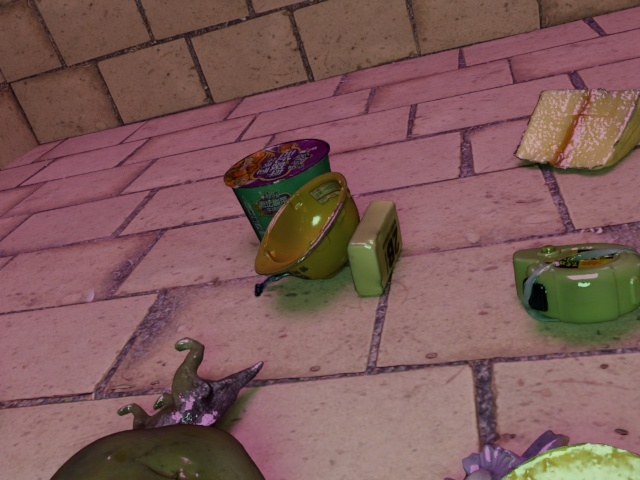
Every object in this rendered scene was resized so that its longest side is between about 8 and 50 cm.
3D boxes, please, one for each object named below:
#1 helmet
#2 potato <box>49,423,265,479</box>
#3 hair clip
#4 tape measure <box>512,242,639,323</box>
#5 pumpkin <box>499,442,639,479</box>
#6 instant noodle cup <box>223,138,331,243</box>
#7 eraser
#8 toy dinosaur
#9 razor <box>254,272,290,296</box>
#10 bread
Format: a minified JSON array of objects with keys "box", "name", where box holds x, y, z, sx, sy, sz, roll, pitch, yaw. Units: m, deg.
[{"box":[0.000,0.000,1.195,0.205,0.140,0.257,-11,45,46],"name":"helmet"},{"box":[-0.186,0.326,0.609,0.243,0.221,0.326,25,40,5],"name":"potato"},{"box":[0.152,0.302,0.642,0.292,0.084,0.106,-34,13,-21],"name":"hair clip"},{"box":[0.389,0.064,0.915,0.200,0.106,0.175,-4,15,21],"name":"tape measure"},{"box":[0.245,0.287,0.548,0.217,0.217,0.110,-9,-11,16],"name":"pumpkin"},{"box":[-0.072,-0.095,1.395,0.251,0.190,0.251,-14,27,7],"name":"instant noodle cup"},{"box":[0.106,0.012,1.167,0.058,0.117,0.172,0,31,22],"name":"eraser"},{"box":[-0.220,0.266,0.926,0.162,0.077,0.294,13,54,39],"name":"toy dinosaur"},{"box":[-0.062,0.075,1.243,0.155,0.028,0.044,-15,26,5],"name":"razor"},{"box":[0.564,-0.247,1.369,0.240,0.135,0.178,16,41,44],"name":"bread"}]
